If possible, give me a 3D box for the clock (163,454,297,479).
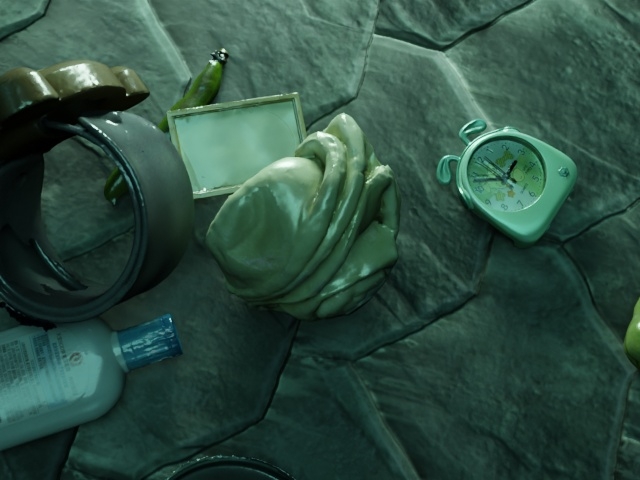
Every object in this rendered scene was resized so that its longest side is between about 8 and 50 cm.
[{"bbox_3d":[-0.119,0.424,1.607,0.281,0.055,0.280,6,65,-14],"label":"clock"}]

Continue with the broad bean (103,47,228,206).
[{"bbox_3d":[-0.218,-0.167,1.804,0.060,0.043,0.297,34,77,19],"label":"broad bean"}]

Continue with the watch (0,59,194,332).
[{"bbox_3d":[-0.358,-0.051,1.667,0.335,0.314,0.327,-23,91,22],"label":"watch"}]

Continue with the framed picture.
[{"bbox_3d":[-0.117,-0.139,1.789,0.201,0.010,0.136,-10,84,-12],"label":"framed picture"}]

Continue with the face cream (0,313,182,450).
[{"bbox_3d":[-0.361,0.181,1.693,0.337,0.080,0.163,-18,75,-5],"label":"face cream"}]

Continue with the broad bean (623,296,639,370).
[{"bbox_3d":[0.500,0.119,1.714,0.124,0.082,0.174,34,79,10],"label":"broad bean"}]

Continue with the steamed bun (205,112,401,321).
[{"bbox_3d":[0.000,0.000,1.638,0.268,0.280,0.207,-41,77,-11],"label":"steamed bun"}]

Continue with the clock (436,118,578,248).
[{"bbox_3d":[0.271,-0.092,1.778,0.188,0.060,0.148,35,79,9],"label":"clock"}]
